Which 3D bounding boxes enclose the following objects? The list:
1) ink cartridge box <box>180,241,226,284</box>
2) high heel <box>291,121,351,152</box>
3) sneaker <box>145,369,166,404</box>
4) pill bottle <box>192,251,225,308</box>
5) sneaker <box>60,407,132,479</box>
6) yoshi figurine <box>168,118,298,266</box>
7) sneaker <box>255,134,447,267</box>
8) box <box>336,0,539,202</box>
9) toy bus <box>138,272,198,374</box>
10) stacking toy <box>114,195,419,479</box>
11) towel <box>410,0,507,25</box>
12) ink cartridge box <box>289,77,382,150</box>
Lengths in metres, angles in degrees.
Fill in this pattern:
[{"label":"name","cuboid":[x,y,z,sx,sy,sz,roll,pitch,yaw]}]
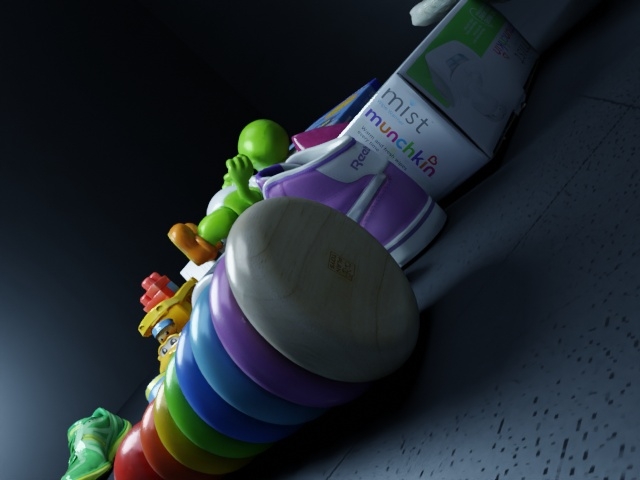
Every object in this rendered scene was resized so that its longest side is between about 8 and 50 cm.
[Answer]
[{"label":"ink cartridge box","cuboid":[-0.191,0.042,1.396,0.237,0.100,0.172,-49,-29,-1]},{"label":"high heel","cuboid":[0.111,-0.273,1.227,0.377,0.181,0.127,-52,8,-27]},{"label":"sneaker","cuboid":[-0.185,0.210,0.944,0.209,0.069,0.082,-42,37,-23]},{"label":"pill bottle","cuboid":[-0.148,0.076,1.117,0.130,0.130,0.245,-46,7,20]},{"label":"sneaker","cuboid":[-0.513,0.464,1.258,0.109,0.123,0.295,-47,7,4]},{"label":"yoshi figurine","cuboid":[-0.175,-0.122,1.247,0.362,0.203,0.203,-41,-38,0]},{"label":"sneaker","cuboid":[-0.020,0.002,0.607,0.282,0.161,0.102,-45,9,35]},{"label":"box","cuboid":[0.111,-0.129,0.674,0.231,0.127,0.262,-44,7,47]},{"label":"toy bus","cuboid":[-0.282,0.163,1.146,0.149,0.211,0.220,-45,9,16]},{"label":"stacking toy","cuboid":[-0.074,0.125,0.449,0.330,0.141,0.141,-51,4,32]},{"label":"towel","cuboid":[0.286,-0.371,0.662,0.312,0.056,0.324,-23,0,-20]},{"label":"ink cartridge box","cuboid":[0.047,-0.249,1.485,0.270,0.151,0.395,-27,17,40]}]
